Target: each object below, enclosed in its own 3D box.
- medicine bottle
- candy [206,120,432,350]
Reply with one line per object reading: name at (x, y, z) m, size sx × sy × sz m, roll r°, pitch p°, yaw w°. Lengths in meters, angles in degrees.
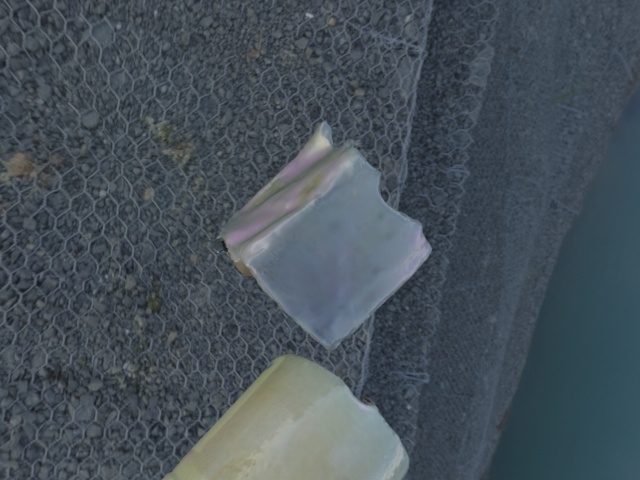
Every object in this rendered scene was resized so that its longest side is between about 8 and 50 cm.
medicine bottle at (-0.098, 0.360, 0.584) m, size 0.406 × 0.235 × 0.236 m, roll -44°, pitch 113°, yaw -29°
candy at (0.000, 0.000, 0.568) m, size 0.195 × 0.137 × 0.185 m, roll -43°, pitch 117°, yaw -5°
